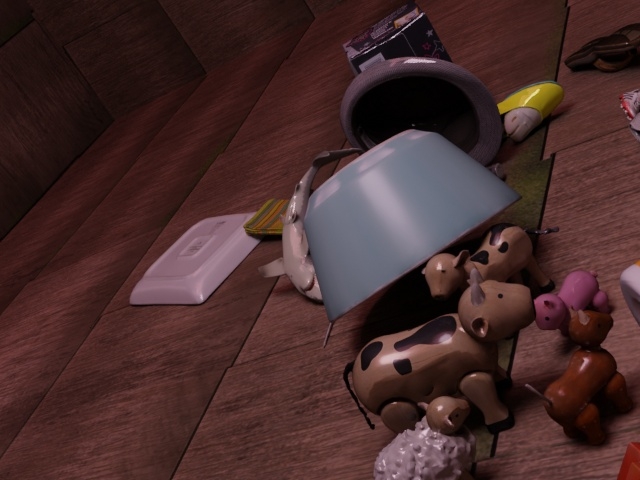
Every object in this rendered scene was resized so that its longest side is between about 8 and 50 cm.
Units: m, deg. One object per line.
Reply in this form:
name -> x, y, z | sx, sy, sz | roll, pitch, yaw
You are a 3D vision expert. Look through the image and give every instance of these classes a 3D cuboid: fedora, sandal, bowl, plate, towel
fedora -> 0.175, -0.224, 1.572 | 0.276, 0.243, 0.124 | -8, 37, 25
sandal -> 0.499, -0.320, 1.602 | 0.090, 0.060, 0.219 | -34, 8, -16
bowl -> 0.099, -0.036, 1.271 | 0.312, 0.163, 0.311 | -34, -5, -3
plate -> -0.245, 0.026, 1.911 | 0.277, 0.045, 0.278 | -6, 35, 49
towel -> -0.039, -0.050, 1.780 | 0.237, 0.021, 0.102 | 1, 41, 42

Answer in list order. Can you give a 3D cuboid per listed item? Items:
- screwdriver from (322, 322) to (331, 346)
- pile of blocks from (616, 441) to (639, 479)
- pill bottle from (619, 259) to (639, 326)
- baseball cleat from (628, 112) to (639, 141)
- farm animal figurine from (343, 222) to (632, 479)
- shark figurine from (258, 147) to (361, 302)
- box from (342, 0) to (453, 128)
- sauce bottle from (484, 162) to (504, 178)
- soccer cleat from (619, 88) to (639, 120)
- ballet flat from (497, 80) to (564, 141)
screwdriver -> 0.024, 0.107, 1.435 | 0.024, 0.025, 0.169 | -20, 35, 28
pile of blocks -> 0.204, 0.281, 0.717 | 0.362, 0.112, 0.149 | -41, 24, -16
pill bottle -> 0.436, 0.024, 0.866 | 0.272, 0.152, 0.152 | -32, 23, 5
baseball cleat -> 0.495, -0.201, 1.344 | 0.109, 0.072, 0.206 | -29, 19, 28
farm animal figurine -> 0.169, 0.104, 1.037 | 0.327, 0.172, 0.330 | -32, 23, 5
shark figurine -> -0.009, -0.020, 1.575 | 0.166, 0.116, 0.278 | -12, 67, 47
box -> 0.171, -0.286, 1.714 | 0.163, 0.247, 0.142 | -31, 21, 9
sauce bottle -> 0.238, -0.101, 1.520 | 0.128, 0.042, 0.042 | -16, 29, 40
soccer cleat -> 0.483, -0.211, 1.434 | 0.036, 0.029, 0.083 | -29, 18, 23
ballet flat -> 0.312, -0.196, 1.592 | 0.231, 0.077, 0.077 | -19, 48, 37
